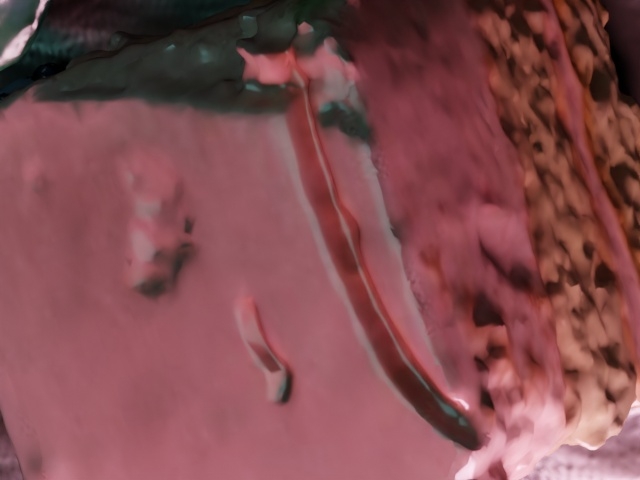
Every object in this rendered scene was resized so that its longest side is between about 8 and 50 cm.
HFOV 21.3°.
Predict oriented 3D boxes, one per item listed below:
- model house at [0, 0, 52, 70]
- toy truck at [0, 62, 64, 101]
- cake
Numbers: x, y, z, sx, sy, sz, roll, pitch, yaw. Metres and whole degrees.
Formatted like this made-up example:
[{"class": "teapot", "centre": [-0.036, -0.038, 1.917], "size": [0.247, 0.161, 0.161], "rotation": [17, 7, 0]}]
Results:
[{"class": "model house", "centre": [-0.271, -0.288, 1.070], "size": [0.280, 0.230, 0.248], "rotation": [-61, 31, 30]}, {"class": "toy truck", "centre": [-0.205, -0.086, 1.168], "size": [0.136, 0.063, 0.074], "rotation": [35, 142, 20]}, {"class": "cake", "centre": [0.000, 0.000, 0.913], "size": [0.314, 0.307, 0.293], "rotation": [-17, 96, 35]}]
